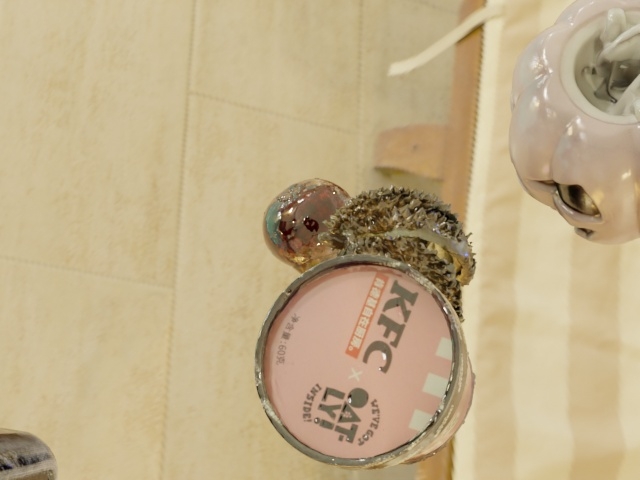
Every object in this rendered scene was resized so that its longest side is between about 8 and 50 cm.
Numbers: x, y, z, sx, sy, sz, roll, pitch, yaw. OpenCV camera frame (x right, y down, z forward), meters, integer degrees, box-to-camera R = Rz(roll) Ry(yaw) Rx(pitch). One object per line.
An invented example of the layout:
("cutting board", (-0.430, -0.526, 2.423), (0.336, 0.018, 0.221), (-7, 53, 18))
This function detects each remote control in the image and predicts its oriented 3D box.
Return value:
("remote control", (-0.253, 0.180, 0.839), (0.066, 0.266, 0.090), (-3, 85, 7))

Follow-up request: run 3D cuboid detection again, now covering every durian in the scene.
("durian", (0.074, 0.032, 1.296), (0.196, 0.167, 0.196), (28, 43, -29))

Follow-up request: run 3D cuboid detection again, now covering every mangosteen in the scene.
("mangosteen", (0.003, -0.007, 1.795), (0.181, 0.146, 0.156), (49, 53, -5))

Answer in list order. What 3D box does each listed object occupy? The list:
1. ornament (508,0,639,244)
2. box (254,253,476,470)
("ornament", (0.214, -0.088, 0.816), (0.177, 0.177, 0.177), (10, 70, -28))
("box", (0.043, 0.099, 0.884), (0.135, 0.151, 0.151), (42, 44, -66))
